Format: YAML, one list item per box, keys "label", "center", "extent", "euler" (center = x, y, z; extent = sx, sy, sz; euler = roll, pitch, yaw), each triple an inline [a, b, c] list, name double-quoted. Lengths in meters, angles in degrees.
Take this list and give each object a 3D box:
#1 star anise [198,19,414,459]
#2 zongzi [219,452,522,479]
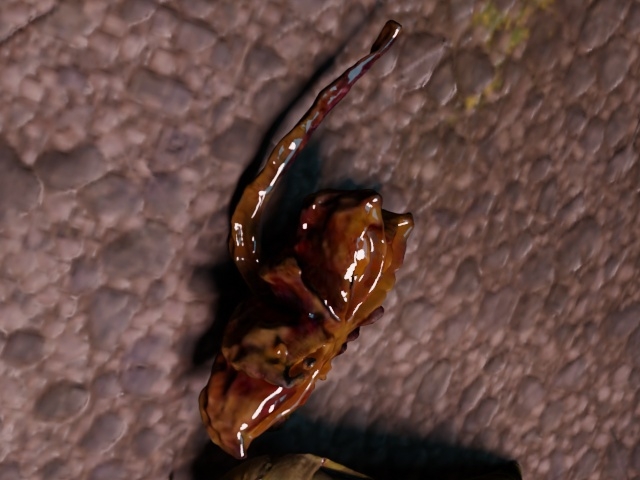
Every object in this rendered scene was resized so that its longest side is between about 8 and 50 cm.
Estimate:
- label: "star anise"
  center: [0.000, 0.000, 0.757]
  extent: [0.191, 0.070, 0.097]
  euler: [-61, 161, -5]
- label: "zongzi"
  center: [0.027, 0.120, 0.832]
  extent: [0.187, 0.184, 0.084]
  euler: [40, 122, -20]
